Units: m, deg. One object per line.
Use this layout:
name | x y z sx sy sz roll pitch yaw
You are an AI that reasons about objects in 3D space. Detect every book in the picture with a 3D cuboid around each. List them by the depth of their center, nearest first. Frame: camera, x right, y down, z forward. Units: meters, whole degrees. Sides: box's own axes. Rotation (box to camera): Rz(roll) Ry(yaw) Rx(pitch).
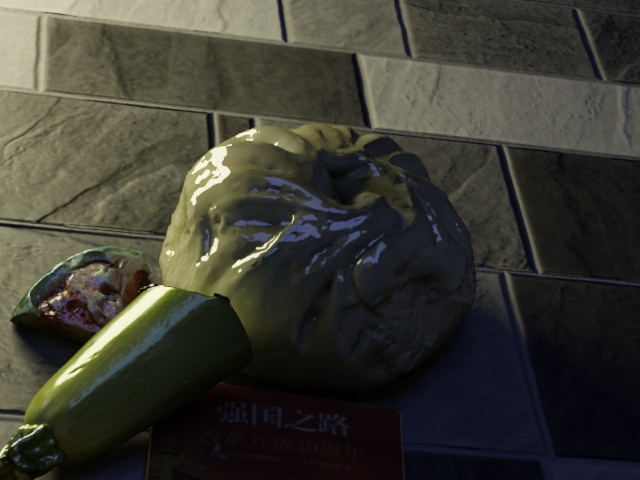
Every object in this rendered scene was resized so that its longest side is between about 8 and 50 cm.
book | -0.045 0.280 1.784 0.263 0.028 0.374 7 38 -5

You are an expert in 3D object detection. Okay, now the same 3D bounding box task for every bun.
bun | 0.000 0.000 2.004 0.360 0.211 0.359 10 36 -7

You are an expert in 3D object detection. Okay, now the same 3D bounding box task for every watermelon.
watermelon | -0.234 0.061 1.972 0.187 0.071 0.139 -25 56 -40

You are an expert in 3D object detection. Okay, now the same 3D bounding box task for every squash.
squash | -0.219 0.149 1.826 0.287 0.137 0.137 -34 56 -20
